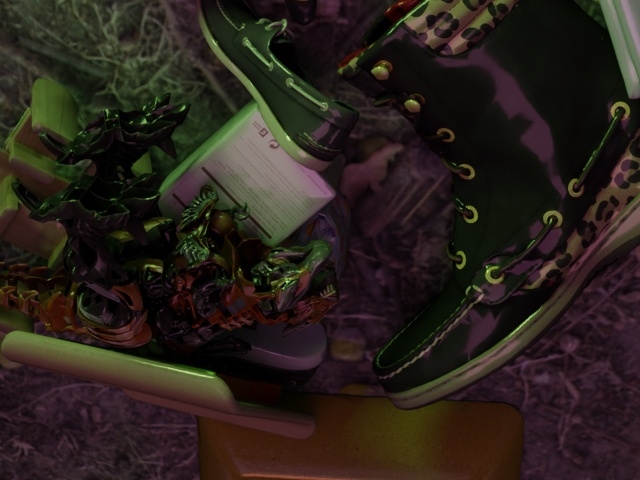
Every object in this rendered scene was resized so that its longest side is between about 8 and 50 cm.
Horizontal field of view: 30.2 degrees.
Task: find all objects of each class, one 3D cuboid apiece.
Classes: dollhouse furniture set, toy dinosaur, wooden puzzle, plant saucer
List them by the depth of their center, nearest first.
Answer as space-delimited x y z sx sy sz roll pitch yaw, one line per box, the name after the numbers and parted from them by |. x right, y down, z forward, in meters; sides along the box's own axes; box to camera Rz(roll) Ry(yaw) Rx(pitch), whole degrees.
-0.153 0.023 0.970 0.322 0.164 0.218 -16 127 -11 | toy dinosaur
-0.135 0.126 1.070 0.221 0.238 0.044 10 78 20 | wooden puzzle
-0.310 -0.067 1.089 0.242 0.161 0.212 27 114 -29 | dollhouse furniture set
0.034 0.322 1.214 0.332 0.081 0.333 2 111 5 | plant saucer

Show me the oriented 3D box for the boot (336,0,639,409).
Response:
0.124 -0.059 1.019 0.377 0.138 0.284 -42 103 15 | boot

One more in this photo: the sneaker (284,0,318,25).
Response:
-0.021 -0.225 1.023 0.031 0.035 0.083 -4 111 8 | sneaker

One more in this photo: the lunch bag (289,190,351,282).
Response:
0.000 0.000 1.092 0.053 0.071 0.083 11 115 6 | lunch bag

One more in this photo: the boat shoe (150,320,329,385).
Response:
-0.107 0.088 1.144 0.228 0.080 0.076 13 138 -3 | boat shoe

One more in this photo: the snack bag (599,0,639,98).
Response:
0.346 -0.311 0.909 0.342 0.037 0.323 -25 106 -5 | snack bag

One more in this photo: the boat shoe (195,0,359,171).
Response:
-0.034 -0.152 0.994 0.065 0.075 0.206 -47 62 29 | boat shoe

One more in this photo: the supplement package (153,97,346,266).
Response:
-0.078 -0.038 1.067 0.179 0.105 0.105 -40 103 19 | supplement package
